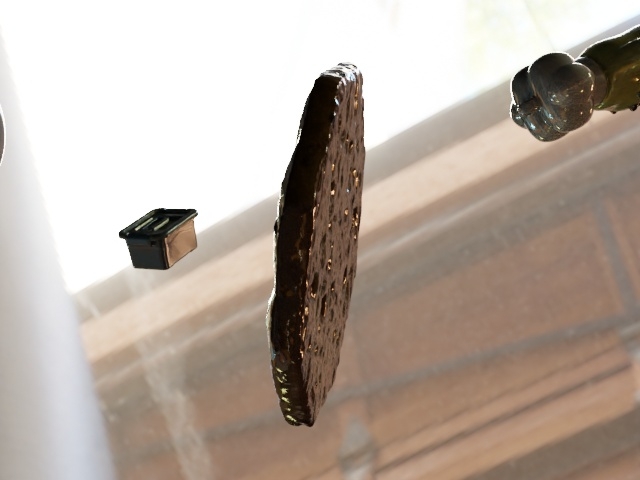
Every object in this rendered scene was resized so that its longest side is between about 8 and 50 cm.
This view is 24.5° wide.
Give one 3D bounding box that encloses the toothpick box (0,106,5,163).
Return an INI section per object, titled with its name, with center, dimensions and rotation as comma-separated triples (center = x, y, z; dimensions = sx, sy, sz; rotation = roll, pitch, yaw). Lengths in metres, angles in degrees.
[toothpick box]
center = -0.436, -0.149, 1.514
dimensions = 0.229, 0.229, 0.316
rotation = -32, -139, -5

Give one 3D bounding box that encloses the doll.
[doll]
center = 0.212, -0.120, 1.096
dimensions = 0.162, 0.062, 0.106
rotation = -19, 171, -24

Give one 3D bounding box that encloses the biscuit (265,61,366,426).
[biscuit]
center = 0.000, 0.000, 1.412
dimensions = 0.046, 0.359, 0.359
rotation = 8, -153, 8

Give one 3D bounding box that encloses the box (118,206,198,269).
[box]
center = -0.203, -0.001, 1.881
dimensions = 0.074, 0.054, 0.099
rotation = 4, -156, 28
